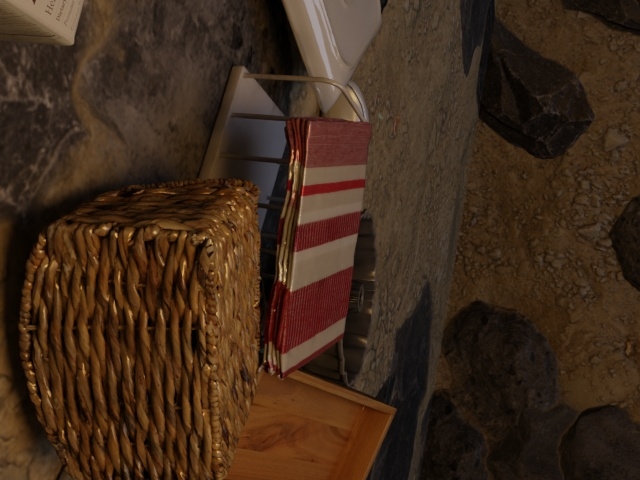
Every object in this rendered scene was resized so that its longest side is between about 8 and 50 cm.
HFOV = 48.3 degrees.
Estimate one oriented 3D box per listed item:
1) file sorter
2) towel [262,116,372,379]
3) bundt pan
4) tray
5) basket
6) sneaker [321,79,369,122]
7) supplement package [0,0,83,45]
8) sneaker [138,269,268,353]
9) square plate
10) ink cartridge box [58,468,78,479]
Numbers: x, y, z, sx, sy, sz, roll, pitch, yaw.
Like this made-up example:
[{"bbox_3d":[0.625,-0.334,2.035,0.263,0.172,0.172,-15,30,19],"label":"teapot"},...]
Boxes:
[{"bbox_3d":[-0.055,-0.085,1.063,0.193,0.173,0.278,41,61,-63],"label":"file sorter"},{"bbox_3d":[0.000,0.000,0.966,0.237,0.037,0.329,-16,115,-66],"label":"towel"},{"bbox_3d":[0.018,0.101,1.329,0.331,0.124,0.331,5,90,-77],"label":"bundt pan"},{"bbox_3d":[-0.038,0.307,1.107,0.411,0.076,0.203,34,79,-51],"label":"tray"},{"bbox_3d":[-0.187,0.091,0.795,0.223,0.213,0.299,-72,163,-70],"label":"basket"},{"bbox_3d":[0.036,-0.171,1.343,0.091,0.094,0.258,-47,141,-60],"label":"sneaker"},{"bbox_3d":[-0.273,-0.274,0.506,0.203,0.149,0.194,25,75,-67],"label":"supplement package"},{"bbox_3d":[-0.119,0.090,0.985,0.302,0.121,0.108,43,45,-54],"label":"sneaker"},{"bbox_3d":[0.019,-0.437,1.154,0.344,0.049,0.347,-63,141,-47],"label":"square plate"},{"bbox_3d":[-0.275,0.452,0.890,0.307,0.072,0.304,59,45,-54],"label":"ink cartridge box"}]
